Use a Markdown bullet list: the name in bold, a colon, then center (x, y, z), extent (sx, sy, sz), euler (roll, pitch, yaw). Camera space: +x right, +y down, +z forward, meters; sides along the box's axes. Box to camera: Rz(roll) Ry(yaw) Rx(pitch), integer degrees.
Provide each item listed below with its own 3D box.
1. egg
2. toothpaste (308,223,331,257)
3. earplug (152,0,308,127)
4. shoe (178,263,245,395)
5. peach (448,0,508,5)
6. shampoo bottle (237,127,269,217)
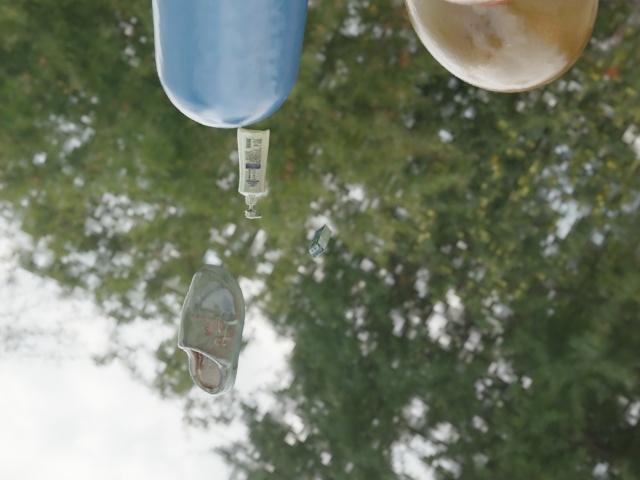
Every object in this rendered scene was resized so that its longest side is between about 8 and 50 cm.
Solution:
- **egg**: center (0.264, -0.390, 2.037), extent (0.351, 0.283, 0.283), euler (60, -159, 12)
- **toothpaste**: center (0.000, 0.000, 1.918), extent (0.017, 0.020, 0.083), euler (50, -162, -10)
- **earplug**: center (-0.062, -0.201, 0.942), extent (0.133, 0.272, 0.132), euler (3, -143, -2)
- **shoe**: center (-0.155, 0.133, 1.856), extent (0.079, 0.195, 0.078), euler (16, -152, 26)
- **peach**: center (0.170, -0.436, 1.554), extent (0.343, 0.301, 0.343), euler (41, -176, -3)
- **shampoo bottle**: center (-0.105, -0.103, 2.075), extent (0.049, 0.141, 0.034), euler (3, -168, -3)
